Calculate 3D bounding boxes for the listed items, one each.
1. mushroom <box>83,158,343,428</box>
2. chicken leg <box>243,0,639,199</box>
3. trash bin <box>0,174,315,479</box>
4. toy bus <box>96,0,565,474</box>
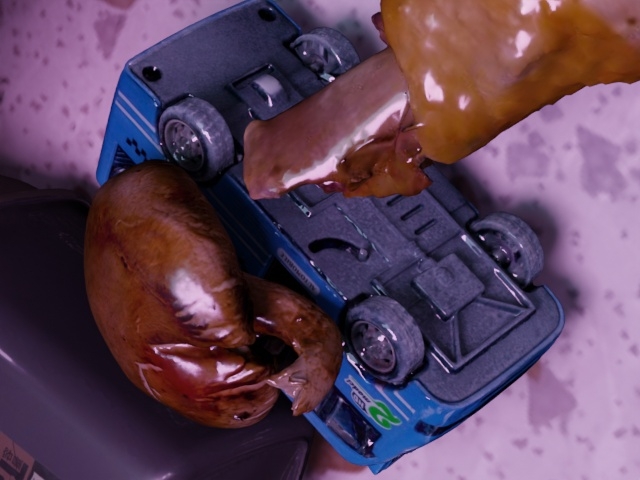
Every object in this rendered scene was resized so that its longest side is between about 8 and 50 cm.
[{"bbox_3d":[-0.057,0.036,0.818,0.170,0.080,0.135,31,151,41],"label":"mushroom"},{"bbox_3d":[0.096,-0.150,0.687,0.409,0.295,0.182,-34,62,28],"label":"chicken leg"},{"bbox_3d":[-0.160,0.100,0.971,0.290,0.182,0.209,35,118,28],"label":"trash bin"},{"bbox_3d":[0.000,0.000,0.891,0.246,0.113,0.134,47,142,13],"label":"toy bus"}]
